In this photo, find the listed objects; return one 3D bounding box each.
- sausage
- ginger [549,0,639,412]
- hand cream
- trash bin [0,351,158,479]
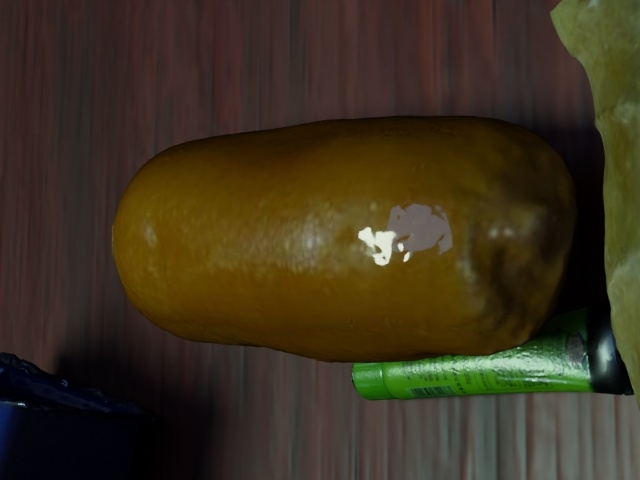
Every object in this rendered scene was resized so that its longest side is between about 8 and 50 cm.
[{"bbox_3d":[0.000,0.000,0.566,0.238,0.098,0.098,0,82,46],"label":"sausage"},{"bbox_3d":[0.145,0.008,0.447,0.131,0.086,0.294,-8,85,32],"label":"ginger"},{"bbox_3d":[0.065,0.046,0.543,0.122,0.023,0.036,-12,74,40],"label":"hand cream"},{"bbox_3d":[-0.190,0.169,0.654,0.184,0.162,0.234,16,88,29],"label":"trash bin"}]
